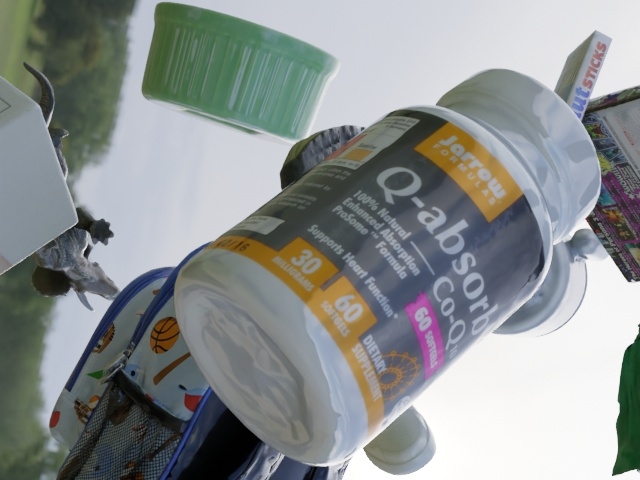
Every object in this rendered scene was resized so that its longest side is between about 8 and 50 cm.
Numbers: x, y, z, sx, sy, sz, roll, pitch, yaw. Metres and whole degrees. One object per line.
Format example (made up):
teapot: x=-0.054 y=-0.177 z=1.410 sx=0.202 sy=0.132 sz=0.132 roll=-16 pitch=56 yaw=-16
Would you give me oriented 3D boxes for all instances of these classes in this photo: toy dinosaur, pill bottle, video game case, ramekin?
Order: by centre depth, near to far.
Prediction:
pill bottle: x=0.052 y=0.008 z=0.899 sx=0.278 sy=0.162 sz=0.162 roll=-38 pitch=175 yaw=-28
video game case: x=0.360 y=-0.059 z=1.493 sx=0.042 sy=0.232 sz=0.210 roll=-43 pitch=-166 yaw=-26
toy dinosaur: x=-0.333 y=-0.048 z=1.610 sx=0.160 sy=0.121 sz=0.313 roll=-11 pitch=-76 yaw=59
ramekin: x=-0.133 y=-0.253 z=2.114 sx=0.303 sy=0.303 sz=0.148 roll=-161 pitch=-92 yaw=-76

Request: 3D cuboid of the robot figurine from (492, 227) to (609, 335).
robot figurine: x=0.316 y=0.055 z=2.169 sx=0.353 sy=0.300 sz=0.199 roll=13 pitch=59 yaw=-69

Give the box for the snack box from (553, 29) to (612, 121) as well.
snack box: x=0.223 y=-0.109 z=1.258 sx=0.178 sy=0.022 sz=0.064 roll=-66 pitch=-172 yaw=-20

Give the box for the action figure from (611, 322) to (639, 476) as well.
action figure: x=0.488 y=0.227 z=1.999 sx=0.137 sy=0.063 sz=0.232 roll=-22 pitch=-124 yaw=46

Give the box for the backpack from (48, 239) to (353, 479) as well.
backpack: x=-0.067 y=0.130 z=1.097 sx=0.213 sy=0.276 sz=0.263 roll=40 pitch=-79 yaw=31

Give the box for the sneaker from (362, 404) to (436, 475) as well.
sneaker: x=0.069 y=0.227 z=2.053 sx=0.108 sy=0.169 sz=0.292 roll=-32 pitch=-151 yaw=-5

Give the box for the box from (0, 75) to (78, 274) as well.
box: x=-0.339 y=-0.002 z=0.926 sx=0.148 sy=0.311 sz=0.121 roll=36 pitch=-30 yaw=35

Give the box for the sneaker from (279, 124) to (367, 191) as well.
sneaker: x=0.000 y=0.000 z=1.387 sx=0.410 sy=0.182 sz=0.158 roll=40 pitch=40 yaw=-71
